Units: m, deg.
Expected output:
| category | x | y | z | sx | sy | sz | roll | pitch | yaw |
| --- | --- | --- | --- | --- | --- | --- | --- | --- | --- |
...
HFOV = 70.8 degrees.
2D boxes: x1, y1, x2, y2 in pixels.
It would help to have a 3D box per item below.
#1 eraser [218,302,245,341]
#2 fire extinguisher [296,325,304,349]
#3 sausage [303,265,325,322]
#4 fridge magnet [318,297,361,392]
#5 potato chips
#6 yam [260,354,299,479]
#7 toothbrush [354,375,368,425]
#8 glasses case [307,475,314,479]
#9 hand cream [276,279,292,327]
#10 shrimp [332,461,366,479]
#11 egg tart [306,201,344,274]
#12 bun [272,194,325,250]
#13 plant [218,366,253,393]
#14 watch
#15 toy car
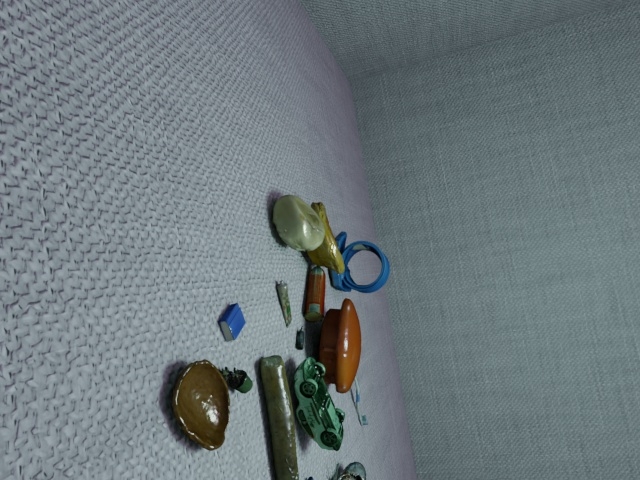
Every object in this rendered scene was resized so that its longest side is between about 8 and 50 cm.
| category | x | y | z | sx | sy | sz | roll | pitch | yaw |
| --- | --- | --- | --- | --- | --- | --- | --- | --- | --- |
| eraser | -0.227 | 0.211 | 1.162 | 0.085 | 0.027 | 0.063 | -65 | 142 | -63 |
| fire extinguisher | -0.071 | 0.347 | 1.596 | 0.038 | 0.025 | 0.083 | 118 | -19 | -49 |
| sausage | -0.015 | 0.198 | 1.779 | 0.264 | 0.083 | 0.083 | -85 | 157 | -45 |
| fridge magnet | 0.082 | 0.407 | 1.761 | 0.363 | 0.155 | 0.364 | 3 | 90 | -81 |
| potato chips | -0.253 | 0.346 | 0.954 | 0.150 | 0.049 | 0.202 | -76 | 152 | -47 |
| yam | -0.112 | 0.517 | 1.272 | 0.083 | 0.083 | 0.372 | 4 | 76 | -73 |
| toothbrush | 0.170 | 0.716 | 2.097 | 0.040 | 0.040 | 0.387 | -65 | 145 | -63 |
| glasses case | -0.029 | 0.801 | 1.452 | 0.033 | 0.023 | 0.083 | -72 | 149 | -68 |
| hand cream | -0.118 | 0.212 | 1.525 | 0.057 | 0.037 | 0.165 | -57 | 140 | -66 |
| shrimp | 0.084 | 0.905 | 1.609 | 0.172 | 0.137 | 0.372 | 43 | 7 | 7 |
| egg tart | 0.000 | 0.000 | 1.835 | 0.319 | 0.128 | 0.319 | -20 | 90 | -86 |
| bun | -0.085 | -0.053 | 1.616 | 0.229 | 0.145 | 0.229 | 40 | 15 | -13 |
| plant | -0.208 | 0.337 | 1.107 | 0.051 | 0.051 | 0.102 | -85 | 152 | -42 |
| watch | 0.190 | 0.099 | 2.174 | 0.241 | 0.274 | 0.306 | 29 | 57 | -68 |
| toy car | -0.019 | 0.539 | 1.475 | 0.306 | 0.125 | 0.136 | 65 | 17 | -6 |
